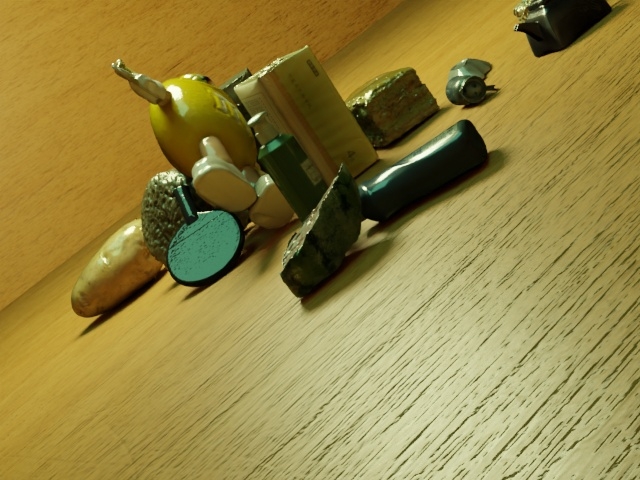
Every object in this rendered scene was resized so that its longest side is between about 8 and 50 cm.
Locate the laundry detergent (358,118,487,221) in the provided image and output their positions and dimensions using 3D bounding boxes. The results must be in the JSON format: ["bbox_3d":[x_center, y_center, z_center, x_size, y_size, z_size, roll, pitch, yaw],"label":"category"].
[{"bbox_3d":[0.118,-0.083,1.416,0.206,0.061,0.097,-31,16,21],"label":"laundry detergent"}]

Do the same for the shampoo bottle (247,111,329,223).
[{"bbox_3d":[-0.035,-0.091,1.518,0.065,0.204,0.065,-33,11,7],"label":"shampoo bottle"}]

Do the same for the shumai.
[{"bbox_3d":[-0.233,-0.034,2.015,0.153,0.210,0.161,1,-38,-51],"label":"shumai"}]

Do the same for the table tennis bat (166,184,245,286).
[{"bbox_3d":[-0.211,-0.015,1.856,0.150,0.027,0.236,-33,47,5],"label":"table tennis bat"}]

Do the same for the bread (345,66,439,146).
[{"bbox_3d":[0.109,-0.233,1.933,0.138,0.102,0.196,-35,10,-13],"label":"bread"}]

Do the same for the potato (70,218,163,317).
[{"bbox_3d":[-0.400,0.059,2.173,0.235,0.128,0.161,-48,1,-32],"label":"potato"}]

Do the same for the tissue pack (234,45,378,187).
[{"bbox_3d":[-0.025,-0.201,1.851,0.125,0.234,0.159,-37,13,-16],"label":"tissue pack"}]

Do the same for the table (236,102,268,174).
[{"bbox_3d":[-0.085,-0.200,2.122,0.169,0.173,0.193,-24,6,-21],"label":"table"}]

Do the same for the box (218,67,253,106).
[{"bbox_3d":[-0.155,-0.239,2.360,0.149,0.231,0.155,-34,13,4],"label":"box"}]

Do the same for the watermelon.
[{"bbox_3d":[0.000,0.000,1.396,0.187,0.071,0.139,-61,11,-24],"label":"watermelon"}]

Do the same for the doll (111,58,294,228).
[{"bbox_3d":[-0.202,-0.173,1.877,0.161,0.423,0.348,-46,-18,7],"label":"doll"}]

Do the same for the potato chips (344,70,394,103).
[{"bbox_3d":[0.112,-0.338,2.459,0.150,0.049,0.201,-39,5,-40],"label":"potato chips"}]

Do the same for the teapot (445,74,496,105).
[{"bbox_3d":[0.242,-0.240,1.747,0.049,0.063,0.083,-67,16,2],"label":"teapot"}]

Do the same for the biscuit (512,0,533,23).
[{"bbox_3d":[0.415,-0.420,1.859,0.168,0.082,0.070,-38,14,-15],"label":"biscuit"}]

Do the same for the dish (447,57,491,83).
[{"bbox_3d":[0.258,-0.299,1.923,0.091,0.039,0.137,-32,11,15],"label":"dish"}]

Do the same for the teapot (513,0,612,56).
[{"bbox_3d":[0.382,-0.371,1.725,0.177,0.096,0.087,-38,12,-16],"label":"teapot"}]
